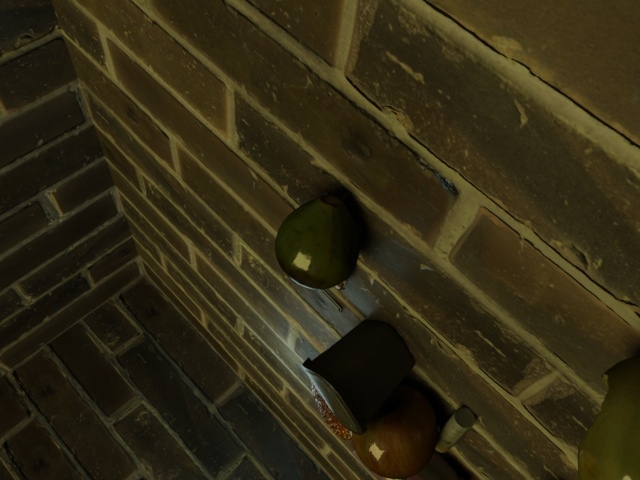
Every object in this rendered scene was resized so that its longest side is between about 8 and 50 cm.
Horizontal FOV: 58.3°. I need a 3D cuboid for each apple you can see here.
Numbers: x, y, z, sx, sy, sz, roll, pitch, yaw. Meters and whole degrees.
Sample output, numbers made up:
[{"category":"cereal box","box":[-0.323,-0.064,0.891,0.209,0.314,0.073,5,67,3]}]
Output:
[{"category":"apple","box":[0.217,0.560,1.664,0.264,0.264,0.264,39,152,25]},{"category":"apple","box":[0.525,0.313,0.853,0.279,0.279,0.279,39,152,25]}]

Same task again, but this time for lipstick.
[{"category":"lipstick","box":[0.372,0.538,1.618,0.059,0.059,0.264,41,153,21]}]

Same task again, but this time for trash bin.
[{"category":"trash bin","box":[0.108,0.362,1.596,0.220,0.250,0.219,59,155,-16]}]

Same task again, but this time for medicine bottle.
[{"category":"medicine bottle","box":[0.285,0.733,1.847,0.325,0.212,0.212,44,154,14]}]

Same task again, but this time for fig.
[{"category":"fig","box":[-0.002,0.010,1.365,0.207,0.207,0.230,49,151,5]}]

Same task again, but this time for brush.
[{"category":"brush","box":[-0.021,0.117,1.759,0.266,0.027,0.062,47,155,0]}]

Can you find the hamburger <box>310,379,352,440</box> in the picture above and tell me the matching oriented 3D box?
[{"category":"hamburger","box":[0.080,0.517,1.894,0.300,0.176,0.300,52,155,37]}]

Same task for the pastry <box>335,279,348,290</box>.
[{"category":"pastry","box":[0.045,0.089,1.564,0.080,0.056,0.140,33,150,10]}]
